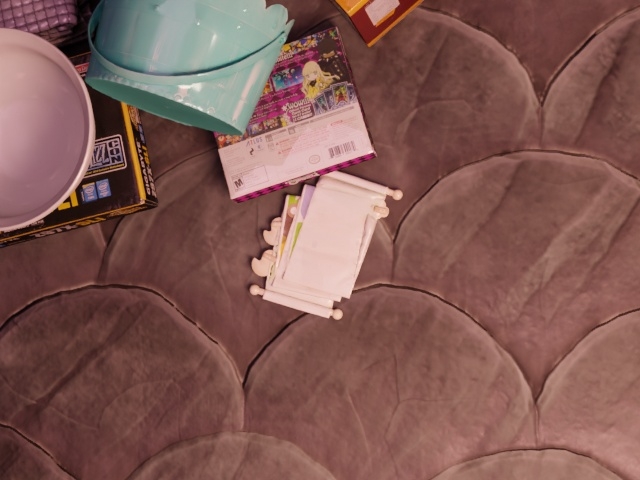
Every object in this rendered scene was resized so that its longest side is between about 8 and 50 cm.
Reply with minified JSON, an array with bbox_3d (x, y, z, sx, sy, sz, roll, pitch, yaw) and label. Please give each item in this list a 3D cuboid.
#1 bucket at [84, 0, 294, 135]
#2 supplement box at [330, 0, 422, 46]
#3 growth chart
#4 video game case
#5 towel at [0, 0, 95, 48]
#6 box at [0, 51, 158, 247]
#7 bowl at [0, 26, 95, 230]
[{"bbox_3d":[-0.195,-0.273,1.542,0.281,0.281,0.183,17,87,12],"label":"bucket"},{"bbox_3d":[0.088,-0.410,1.566,0.191,0.194,0.129,-40,80,6],"label":"supplement box"},{"bbox_3d":[0.000,0.000,1.642,0.172,0.021,0.237,25,91,12],"label":"growth chart"},{"bbox_3d":[-0.052,-0.190,1.648,0.232,0.042,0.210,-18,77,9],"label":"video game case"},{"bbox_3d":[-0.510,-0.399,1.723,0.284,0.121,0.235,-15,79,8],"label":"towel"},{"bbox_3d":[-0.437,-0.140,1.710,0.322,0.079,0.257,-13,85,10],"label":"box"},{"bbox_3d":[-0.455,-0.155,1.607,0.298,0.134,0.297,-1,85,10],"label":"bowl"}]
